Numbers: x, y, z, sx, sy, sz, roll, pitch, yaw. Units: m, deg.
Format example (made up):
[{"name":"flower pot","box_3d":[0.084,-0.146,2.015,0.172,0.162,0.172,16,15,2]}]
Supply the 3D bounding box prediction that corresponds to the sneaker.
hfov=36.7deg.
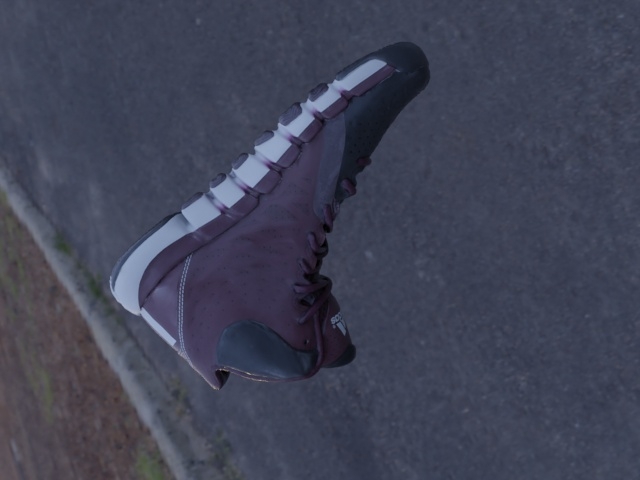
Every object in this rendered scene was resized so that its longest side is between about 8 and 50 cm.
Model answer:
[{"name":"sneaker","box_3d":[0.000,0.000,0.693,0.162,0.281,0.106,51,-170,2]}]
